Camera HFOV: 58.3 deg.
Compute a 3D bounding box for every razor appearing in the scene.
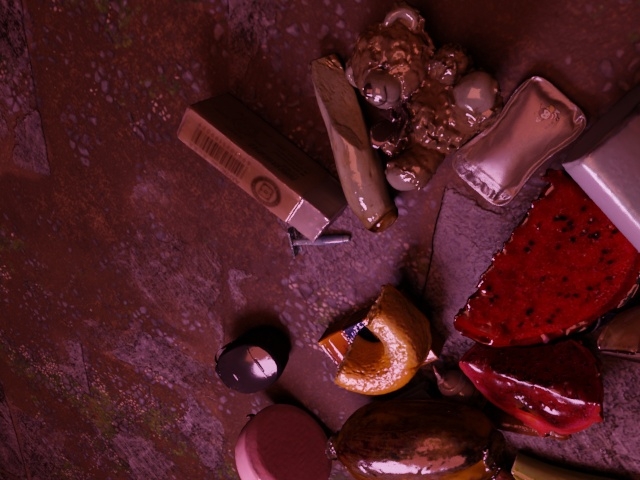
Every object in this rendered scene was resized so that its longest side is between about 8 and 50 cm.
[{"bbox_3d":[0.000,0.000,1.216,0.135,0.040,0.068,-4,115,22],"label":"razor"}]

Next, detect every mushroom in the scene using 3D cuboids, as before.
[{"bbox_3d":[0.059,-0.170,1.043,0.087,0.107,0.333,-21,107,-3],"label":"mushroom"}]

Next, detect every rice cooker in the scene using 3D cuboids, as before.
[{"bbox_3d":[-0.168,0.296,1.409,0.203,0.118,0.142,-26,103,35],"label":"rice cooker"}]

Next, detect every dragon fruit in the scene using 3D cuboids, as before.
[{"bbox_3d":[0.420,0.276,1.096,0.262,0.134,0.211,14,135,39],"label":"dragon fruit"},{"bbox_3d":[0.405,0.054,0.977,0.282,0.100,0.343,23,117,-6],"label":"dragon fruit"}]

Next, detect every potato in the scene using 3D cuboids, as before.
[{"bbox_3d":[0.547,0.155,0.959,0.120,0.261,0.100,-1,74,58],"label":"potato"}]

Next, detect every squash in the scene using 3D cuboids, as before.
[{"bbox_3d":[0.528,0.512,1.189,0.250,0.083,0.083,10,120,27],"label":"squash"}]

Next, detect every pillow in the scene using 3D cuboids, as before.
[{"bbox_3d":[0.325,-0.158,0.954,0.130,0.033,0.217,43,127,2],"label":"pillow"}]

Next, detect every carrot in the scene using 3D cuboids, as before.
[{"bbox_3d":[0.419,0.385,1.194,0.191,0.047,0.047,10,120,21],"label":"carrot"}]

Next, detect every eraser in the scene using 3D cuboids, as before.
[{"bbox_3d":[-0.103,-0.148,1.118,0.343,0.144,0.078,39,125,5],"label":"eraser"},{"bbox_3d":[0.512,-0.071,0.824,0.189,0.104,0.290,-43,93,-8],"label":"eraser"}]

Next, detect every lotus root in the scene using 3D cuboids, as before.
[{"bbox_3d":[0.188,0.436,1.202,0.397,0.179,0.196,-11,111,33],"label":"lotus root"}]

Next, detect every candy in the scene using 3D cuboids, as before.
[{"bbox_3d":[-0.094,0.524,1.422,0.255,0.255,0.094,42,128,2],"label":"candy"}]

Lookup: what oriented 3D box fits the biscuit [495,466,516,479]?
[{"bbox_3d":[0.340,0.556,1.278,0.212,0.036,0.212,12,123,20],"label":"biscuit"}]

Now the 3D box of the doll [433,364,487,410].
[{"bbox_3d":[0.282,0.315,1.209,0.127,0.073,0.084,33,118,4],"label":"doll"}]

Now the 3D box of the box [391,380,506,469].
[{"bbox_3d":[0.268,0.456,1.313,0.270,0.045,0.211,46,127,-1],"label":"box"}]

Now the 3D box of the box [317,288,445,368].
[{"bbox_3d":[0.127,0.222,1.246,0.237,0.070,0.152,-34,98,38],"label":"box"}]

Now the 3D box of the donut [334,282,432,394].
[{"bbox_3d":[0.139,0.222,1.149,0.152,0.101,0.259,27,121,5],"label":"donut"}]

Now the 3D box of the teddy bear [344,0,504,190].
[{"bbox_3d":[0.151,-0.245,0.925,0.256,0.156,0.267,45,140,0],"label":"teddy bear"}]
